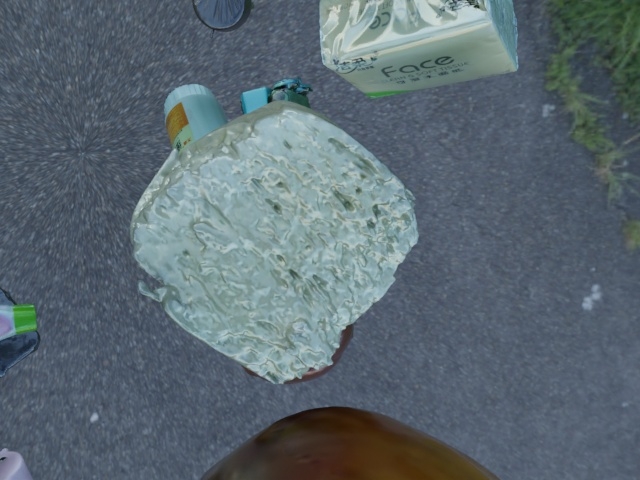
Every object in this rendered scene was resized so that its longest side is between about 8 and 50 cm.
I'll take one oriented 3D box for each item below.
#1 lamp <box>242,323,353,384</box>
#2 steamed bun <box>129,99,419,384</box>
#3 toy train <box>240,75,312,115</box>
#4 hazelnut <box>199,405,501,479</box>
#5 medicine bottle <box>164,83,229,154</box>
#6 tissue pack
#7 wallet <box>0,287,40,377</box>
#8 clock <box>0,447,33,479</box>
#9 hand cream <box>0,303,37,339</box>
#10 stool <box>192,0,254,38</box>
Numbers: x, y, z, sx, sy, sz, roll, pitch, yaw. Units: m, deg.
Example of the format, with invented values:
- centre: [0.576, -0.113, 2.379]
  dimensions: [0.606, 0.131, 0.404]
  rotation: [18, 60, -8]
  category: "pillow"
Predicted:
- centre: [-0.064, 0.124, 1.251]
  dimensions: [0.257, 0.303, 0.303]
  rotation: [-1, 98, -29]
  category: "lamp"
- centre: [-0.031, -0.023, 0.754]
  dimensions: [0.272, 0.273, 0.290]
  rotation: [-30, 119, 11]
  category: "steamed bun"
- centre: [-0.103, -0.325, 1.607]
  dimensions: [0.163, 0.203, 0.112]
  rotation: [-9, 90, 18]
  category: "toy train"
- centre: [0.020, 0.293, 0.402]
  dimensions: [0.315, 0.372, 0.372]
  rotation: [25, 88, -50]
  category: "hazelnut"
- centre: [-0.291, -0.240, 1.621]
  dimensions: [0.158, 0.318, 0.158]
  rotation: [-15, 144, -11]
  category: "medicine bottle"
- centre: [0.243, -0.496, 1.561]
  dimensions: [0.331, 0.405, 0.205]
  rotation: [14, 71, -62]
  category: "tissue pack"
- centre: [-0.823, 0.268, 1.441]
  dimensions: [0.377, 0.051, 0.197]
  rotation: [-41, 97, -29]
  category: "wallet"
- centre: [-0.542, 0.427, 0.909]
  dimensions: [0.275, 0.290, 0.080]
  rotation: [-21, 110, -22]
  category: "clock"
- centre: [-0.642, 0.158, 1.128]
  dimensions: [0.275, 0.050, 0.079]
  rotation: [-8, 85, -24]
  category: "hand cream"
- centre: [-0.212, -0.565, 1.465]
  dimensions: [0.125, 0.121, 0.217]
  rotation: [16, 109, 7]
  category: "stool"
